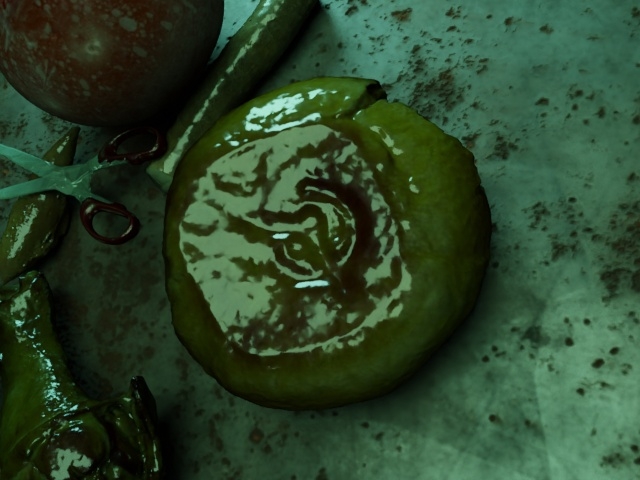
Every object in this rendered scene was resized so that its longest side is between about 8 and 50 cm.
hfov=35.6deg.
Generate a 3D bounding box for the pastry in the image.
[{"bbox_3d":[0.000,0.000,0.999,0.356,0.164,0.355,-4,70,11],"label":"pastry"}]

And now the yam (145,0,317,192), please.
[{"bbox_3d":[-0.101,-0.183,1.141,0.066,0.066,0.299,33,86,24],"label":"yam"}]

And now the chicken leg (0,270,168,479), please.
[{"bbox_3d":[-0.262,0.182,1.031,0.212,0.140,0.361,-23,71,18],"label":"chicken leg"}]

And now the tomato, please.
[{"bbox_3d":[-0.227,-0.246,1.099,0.227,0.270,0.270,44,89,-10],"label":"tomato"}]

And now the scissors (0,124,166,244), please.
[{"bbox_3d":[-0.296,-0.070,1.132,0.248,0.017,0.144,5,68,24],"label":"scissors"}]

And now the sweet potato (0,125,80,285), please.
[{"bbox_3d":[-0.325,-0.041,1.171,0.068,0.060,0.205,20,83,-14],"label":"sweet potato"}]
